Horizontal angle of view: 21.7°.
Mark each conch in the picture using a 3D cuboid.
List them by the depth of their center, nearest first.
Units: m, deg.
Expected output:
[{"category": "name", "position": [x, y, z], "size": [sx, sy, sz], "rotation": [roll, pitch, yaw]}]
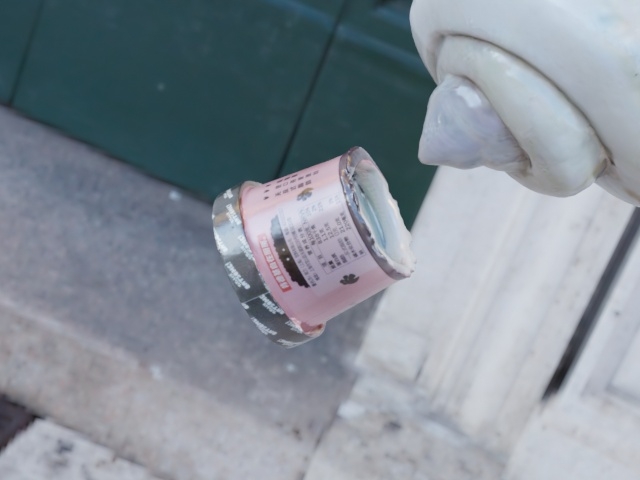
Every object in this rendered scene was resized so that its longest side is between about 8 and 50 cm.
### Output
[{"category": "conch", "position": [0.155, -0.085, 0.689], "size": [0.158, 0.255, 0.127], "rotation": [75, -8, -73]}]

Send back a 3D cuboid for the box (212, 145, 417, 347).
[{"category": "box", "position": [0.000, 0.000, 1.445], "size": [0.151, 0.135, 0.151], "rotation": [52, 23, -33]}]
